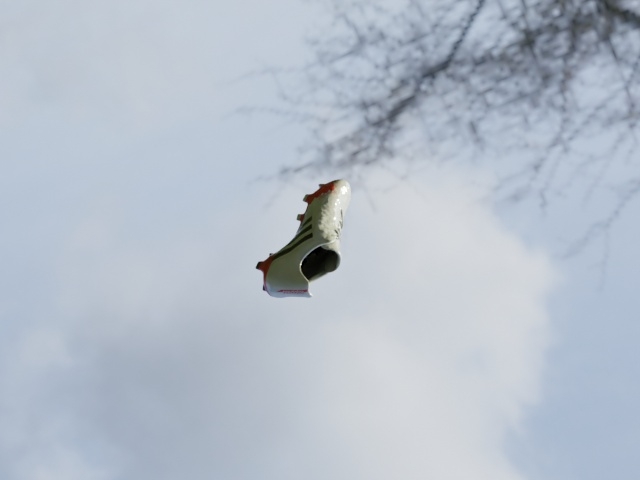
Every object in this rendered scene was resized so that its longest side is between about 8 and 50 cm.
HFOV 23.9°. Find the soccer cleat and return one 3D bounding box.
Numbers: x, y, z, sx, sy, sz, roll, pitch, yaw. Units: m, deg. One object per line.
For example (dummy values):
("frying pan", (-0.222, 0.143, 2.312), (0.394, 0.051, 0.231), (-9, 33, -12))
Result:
("soccer cleat", (0.000, 0.000, 0.774), (0.035, 0.029, 0.083), (10, -135, 32))
